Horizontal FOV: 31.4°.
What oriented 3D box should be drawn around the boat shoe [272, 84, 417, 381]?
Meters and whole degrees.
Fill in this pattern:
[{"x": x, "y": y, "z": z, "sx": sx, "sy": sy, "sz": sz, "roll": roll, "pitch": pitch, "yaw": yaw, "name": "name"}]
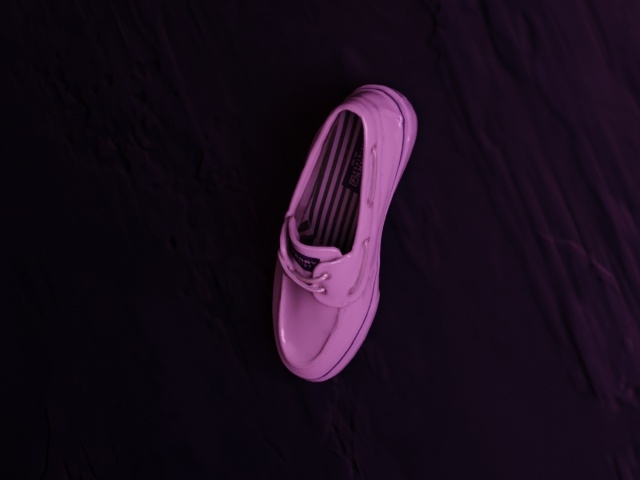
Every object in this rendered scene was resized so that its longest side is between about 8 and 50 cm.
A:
[{"x": 0.000, "y": 0.000, "z": 0.794, "sx": 0.083, "sy": 0.076, "sz": 0.226, "roll": 21, "pitch": 110, "yaw": 25, "name": "boat shoe"}]
